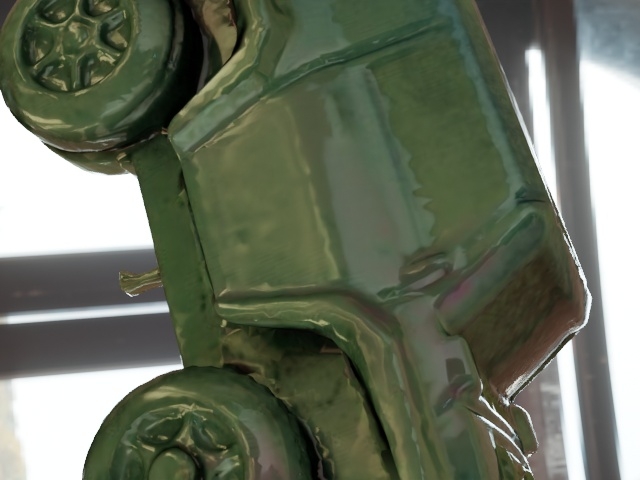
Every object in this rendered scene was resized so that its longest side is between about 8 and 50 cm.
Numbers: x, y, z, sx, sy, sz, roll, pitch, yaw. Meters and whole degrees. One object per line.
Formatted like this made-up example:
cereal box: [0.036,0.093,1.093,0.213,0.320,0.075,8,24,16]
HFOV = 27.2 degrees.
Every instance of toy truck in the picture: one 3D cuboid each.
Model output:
toy truck: [0.000,0.000,0.450,0.155,0.156,0.279,46,24,-64]
